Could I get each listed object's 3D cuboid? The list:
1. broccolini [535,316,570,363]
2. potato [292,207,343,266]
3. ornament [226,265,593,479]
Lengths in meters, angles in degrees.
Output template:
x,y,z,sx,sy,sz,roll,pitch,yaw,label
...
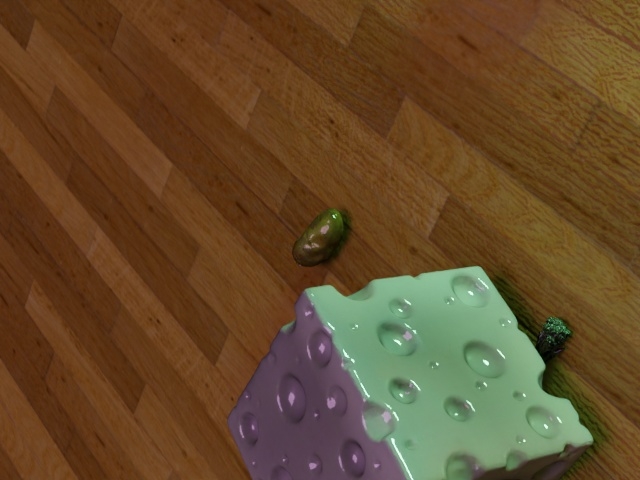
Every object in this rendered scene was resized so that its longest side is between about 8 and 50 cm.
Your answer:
x,y,z,sx,sy,sz,roll,pitch,yaw,label
0.222,0.136,1.342,0.140,0.030,0.035,-63,39,33,broccolini
0.000,0.000,1.578,0.092,0.046,0.045,-49,19,24,potato
0.084,0.200,1.310,0.240,0.239,0.239,60,138,31,ornament
